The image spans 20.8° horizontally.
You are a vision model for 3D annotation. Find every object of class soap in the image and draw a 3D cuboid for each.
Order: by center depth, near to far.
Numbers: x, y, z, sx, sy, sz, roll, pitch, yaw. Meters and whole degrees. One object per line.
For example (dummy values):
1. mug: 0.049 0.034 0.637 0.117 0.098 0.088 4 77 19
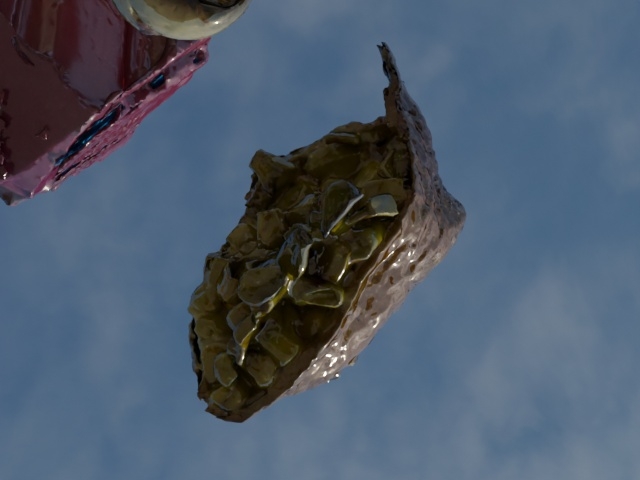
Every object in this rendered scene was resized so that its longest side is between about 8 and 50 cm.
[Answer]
1. soap: -0.139 -0.135 0.926 0.099 0.162 0.250 -37 -145 30

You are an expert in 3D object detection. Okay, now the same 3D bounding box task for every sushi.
1. sushi: -0.001 0.003 1.320 0.296 0.179 0.167 -44 -137 -3

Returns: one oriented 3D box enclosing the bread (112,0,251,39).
1. bread: -0.040 -0.158 0.637 0.073 0.053 0.214 23 -123 -22
